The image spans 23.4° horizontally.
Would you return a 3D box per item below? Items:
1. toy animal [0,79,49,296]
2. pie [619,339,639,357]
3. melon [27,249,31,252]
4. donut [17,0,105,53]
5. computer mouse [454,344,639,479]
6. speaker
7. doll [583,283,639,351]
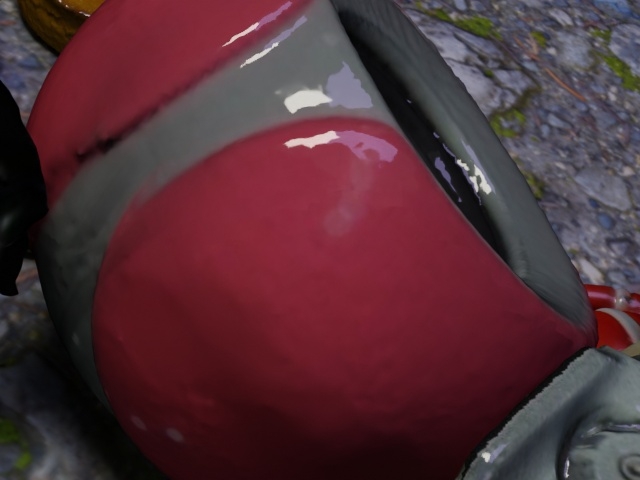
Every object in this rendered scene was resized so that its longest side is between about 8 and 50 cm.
[{"bbox_3d":[-0.261,-0.004,0.646,0.266,0.212,0.212,-22,60,-44],"label":"toy animal"},{"bbox_3d":[0.265,0.188,0.820,0.337,0.075,0.337,11,53,-15],"label":"pie"},{"bbox_3d":[-0.175,-0.033,0.880,0.261,0.053,0.114,19,21,-18],"label":"melon"},{"bbox_3d":[-0.130,-0.166,1.024,0.152,0.058,0.152,15,44,-15],"label":"donut"},{"bbox_3d":[0.069,0.186,0.638,0.115,0.199,0.389,34,52,22],"label":"computer mouse"},{"bbox_3d":[0.000,0.000,0.751,0.294,0.294,0.294,16,40,-14],"label":"speaker"},{"bbox_3d":[0.236,0.078,0.962,0.245,0.076,0.142,-1,49,-26],"label":"doll"}]
